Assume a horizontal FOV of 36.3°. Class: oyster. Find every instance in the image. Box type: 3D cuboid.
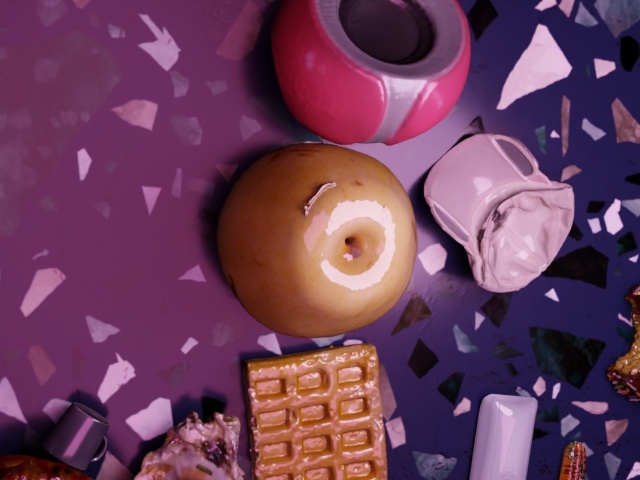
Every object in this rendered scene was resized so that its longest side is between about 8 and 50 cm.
[{"bbox_3d":[-0.211,0.428,1.535,0.201,0.107,0.354,35,100,5],"label":"oyster"}]

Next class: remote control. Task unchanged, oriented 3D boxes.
[{"bbox_3d":[0.310,0.411,1.674,0.103,0.051,0.293,7,95,-15],"label":"remote control"}]

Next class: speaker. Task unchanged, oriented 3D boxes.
[{"bbox_3d":[0.079,-0.277,1.435,0.294,0.294,0.294,-1,96,-13],"label":"speaker"}]

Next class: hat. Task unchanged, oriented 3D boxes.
[{"bbox_3d":[0.282,-0.045,1.610,0.219,0.164,0.226,-43,64,-6],"label":"hat"}]

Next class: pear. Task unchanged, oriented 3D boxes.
[{"bbox_3d":[0.000,0.000,1.437,0.309,0.309,0.309,-1,96,-13],"label":"pear"}]

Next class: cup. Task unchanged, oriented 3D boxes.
[{"bbox_3d":[-0.363,0.301,1.495,0.077,0.078,0.100,-57,138,-7],"label":"cup"}]

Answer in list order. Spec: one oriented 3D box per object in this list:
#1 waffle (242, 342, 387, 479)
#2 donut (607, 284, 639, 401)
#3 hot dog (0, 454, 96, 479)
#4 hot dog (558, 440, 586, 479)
[{"bbox_3d":[-0.008,0.298,1.584,0.221,0.055,0.248,-6,96,-13],"label":"waffle"},{"bbox_3d":[0.617,0.188,1.701,0.216,0.096,0.230,24,89,-15],"label":"donut"},{"bbox_3d":[-0.461,0.432,1.405,0.405,0.185,0.223,-10,91,-5],"label":"hot dog"},{"bbox_3d":[0.444,0.412,1.713,0.049,0.037,0.122,4,96,-17],"label":"hot dog"}]
